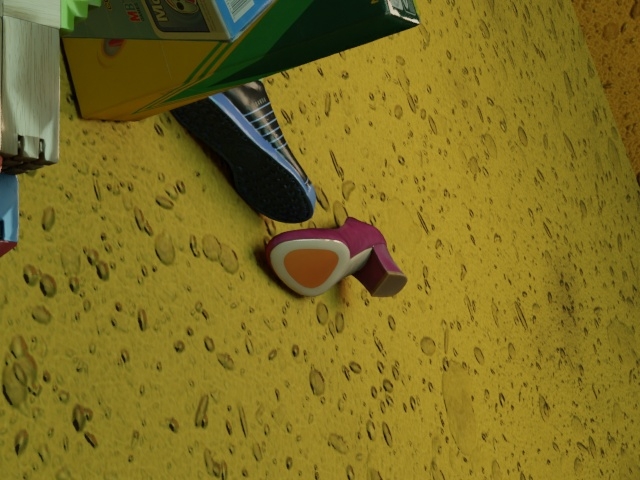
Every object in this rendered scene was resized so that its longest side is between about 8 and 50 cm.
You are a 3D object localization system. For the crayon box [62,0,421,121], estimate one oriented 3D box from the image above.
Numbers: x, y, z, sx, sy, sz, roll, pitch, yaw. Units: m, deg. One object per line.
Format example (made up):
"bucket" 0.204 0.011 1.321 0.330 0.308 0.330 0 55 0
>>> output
"crayon box" -0.108 -0.325 1.398 0.106 0.313 0.363 -5 79 -68

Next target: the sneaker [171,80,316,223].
"sneaker" -0.071 -0.116 1.631 0.232 0.081 0.090 51 41 -39

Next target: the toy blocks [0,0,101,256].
"toy blocks" -0.308 -0.074 0.972 0.381 0.191 0.261 9 75 -47

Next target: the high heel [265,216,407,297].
"high heel" 0.000 0.000 1.751 0.244 0.082 0.117 7 36 -49

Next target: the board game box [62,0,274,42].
"board game box" -0.208 -0.299 1.140 0.086 0.302 0.308 -49 131 -35

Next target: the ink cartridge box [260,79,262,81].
"ink cartridge box" -0.108 -0.286 1.691 0.171 0.056 0.235 33 66 -55
